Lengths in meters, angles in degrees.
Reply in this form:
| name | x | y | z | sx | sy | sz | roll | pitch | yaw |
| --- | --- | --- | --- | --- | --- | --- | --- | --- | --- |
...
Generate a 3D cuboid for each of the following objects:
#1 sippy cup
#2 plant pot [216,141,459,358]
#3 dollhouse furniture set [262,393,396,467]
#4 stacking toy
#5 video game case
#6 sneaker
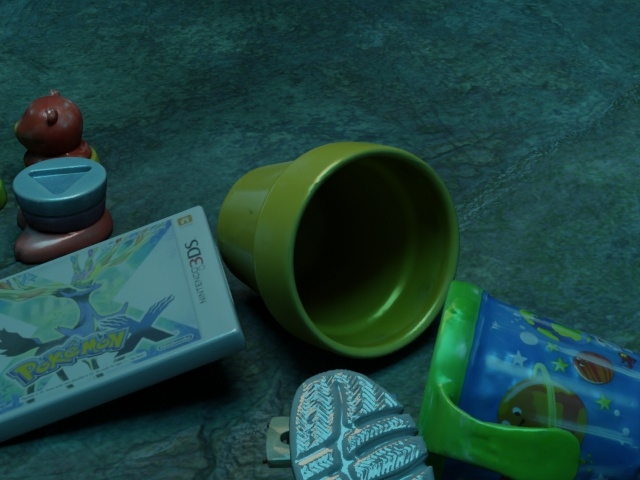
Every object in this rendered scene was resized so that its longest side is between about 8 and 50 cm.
| name | x | y | z | sx | sy | sz | roll | pitch | yaw |
| --- | --- | --- | --- | --- | --- | --- | --- | --- | --- |
| sippy cup | 0.214 | 0.176 | 1.357 | 0.224 | 0.240 | 0.305 | 13 | 43 | 6 |
| plant pot | 0.000 | 0.000 | 1.652 | 0.254 | 0.254 | 0.239 | -25 | 21 | -30 |
| dollhouse furniture set | 0.015 | 0.211 | 1.390 | 0.129 | 0.129 | 0.183 | -2 | 33 | 4 |
| stacking toy | -0.447 | -0.094 | 1.938 | 0.280 | 0.130 | 0.309 | -12 | 32 | -13 |
| video game case | -0.271 | 0.095 | 1.635 | 0.329 | 0.036 | 0.300 | -21 | 33 | -2 |
| sneaker | 0.052 | 0.282 | 1.199 | 0.125 | 0.180 | 0.321 | -16 | 60 | -16 |
